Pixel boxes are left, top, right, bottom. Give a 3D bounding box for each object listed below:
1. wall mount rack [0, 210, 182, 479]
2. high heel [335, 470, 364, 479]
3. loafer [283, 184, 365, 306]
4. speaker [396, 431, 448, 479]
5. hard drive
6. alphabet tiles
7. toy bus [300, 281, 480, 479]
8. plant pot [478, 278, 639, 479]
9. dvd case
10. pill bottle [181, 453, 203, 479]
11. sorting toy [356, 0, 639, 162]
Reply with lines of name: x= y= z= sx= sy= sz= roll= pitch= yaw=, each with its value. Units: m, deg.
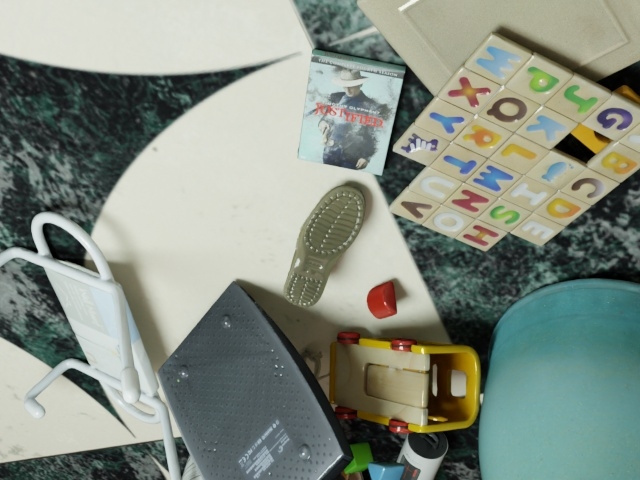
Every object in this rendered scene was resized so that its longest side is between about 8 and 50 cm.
wall mount rack: x=-0.249 y=0.149 z=0.967 sx=0.304 sy=0.130 sz=0.350 roll=18 pitch=138 yaw=31
high heel: x=0.065 y=0.421 z=1.171 sx=0.261 sy=0.093 sz=0.186 roll=46 pitch=135 yaw=8
loafer: x=0.000 y=0.000 z=0.889 sx=0.056 sy=0.050 sz=0.148 roll=23 pitch=116 yaw=-14
speaker: x=0.126 y=0.301 z=1.126 sx=0.055 sy=0.055 sz=0.136 roll=13 pitch=133 yaw=0
hard drive: x=-0.074 y=0.186 z=0.929 sx=0.172 sy=0.255 sz=0.054 roll=-50 pitch=141 yaw=15
alphabet tiles: x=0.171 y=-0.069 z=0.783 sx=0.198 sy=0.009 sz=0.237 roll=21 pitch=141 yaw=-16
toy bus: x=0.088 y=0.157 z=0.967 sx=0.104 sy=0.202 sz=0.191 roll=4 pitch=133 yaw=-35
plant pot: x=0.278 y=0.222 z=0.856 sx=0.271 sy=0.255 sz=0.272 roll=14 pitch=132 yaw=16
dvd case: x=0.027 y=-0.118 z=0.800 sx=0.087 sy=0.013 sz=0.119 roll=12 pitch=132 yaw=1
pill bottle: x=-0.088 y=0.328 z=1.014 sx=0.176 sy=0.319 sz=0.176 roll=6 pitch=132 yaw=7
sorting toy: x=0.157 y=-0.182 z=0.688 sx=0.196 sy=0.047 sz=0.347 roll=-22 pitch=132 yaw=33
